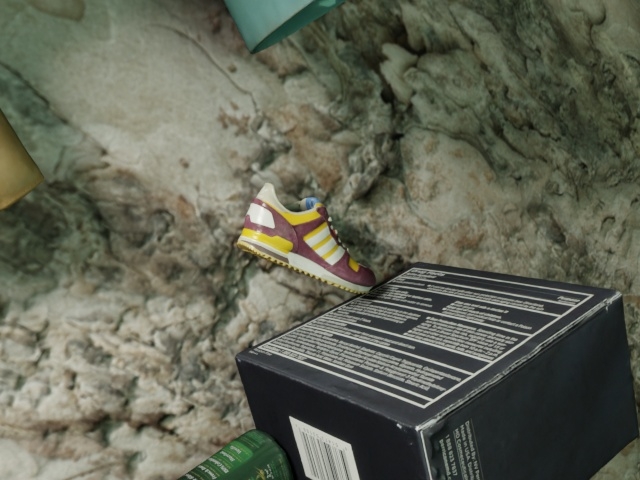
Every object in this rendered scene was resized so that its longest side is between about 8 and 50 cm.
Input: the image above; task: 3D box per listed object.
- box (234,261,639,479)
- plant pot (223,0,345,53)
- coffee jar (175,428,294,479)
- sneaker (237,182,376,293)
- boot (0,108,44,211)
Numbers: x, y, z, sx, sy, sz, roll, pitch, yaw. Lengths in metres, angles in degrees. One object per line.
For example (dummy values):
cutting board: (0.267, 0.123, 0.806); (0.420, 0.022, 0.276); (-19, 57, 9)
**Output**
box: (0.123, 0.166, 0.789); (0.294, 0.296, 0.183); (-25, 109, -32)
plant pot: (-0.005, -0.346, 0.657); (0.293, 0.293, 0.235); (-39, 102, -27)
coffee jar: (-0.118, 0.277, 0.758); (0.184, 0.079, 0.096); (-23, 112, -34)
sneaker: (0.000, 0.000, 0.821); (0.185, 0.069, 0.084); (22, 87, -37)
boot: (-0.284, -0.155, 0.553); (0.236, 0.089, 0.270); (-27, 119, -11)
